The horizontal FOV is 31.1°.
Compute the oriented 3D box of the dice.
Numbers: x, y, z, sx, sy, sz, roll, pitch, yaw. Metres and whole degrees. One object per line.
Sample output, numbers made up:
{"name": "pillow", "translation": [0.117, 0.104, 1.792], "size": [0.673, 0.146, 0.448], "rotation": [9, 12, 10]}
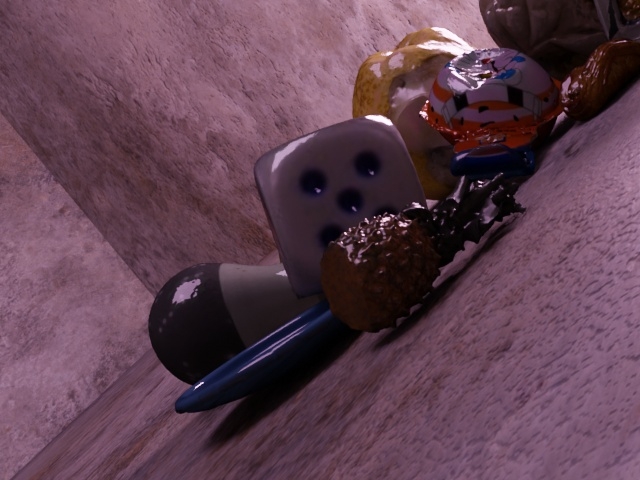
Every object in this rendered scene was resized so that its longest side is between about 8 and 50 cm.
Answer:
{"name": "dice", "translation": [0.028, -0.042, 1.472], "size": [0.192, 0.194, 0.193], "rotation": [-21, -4, -5]}

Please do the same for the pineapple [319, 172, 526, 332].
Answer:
{"name": "pineapple", "translation": [0.117, 0.001, 1.226], "size": [0.251, 0.125, 0.125], "rotation": [-30, -2, -31]}

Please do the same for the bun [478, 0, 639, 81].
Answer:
{"name": "bun", "translation": [0.373, -0.341, 1.727], "size": [0.281, 0.281, 0.205], "rotation": [159, 128, -77]}

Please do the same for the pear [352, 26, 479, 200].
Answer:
{"name": "pear", "translation": [0.178, -0.204, 1.836], "size": [0.271, 0.271, 0.271], "rotation": [-39, 4, 3]}

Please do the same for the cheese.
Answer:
{"name": "cheese", "translation": [0.239, -0.168, 1.579], "size": [0.217, 0.129, 0.329], "rotation": [-4, 30, 14]}

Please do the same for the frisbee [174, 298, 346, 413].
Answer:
{"name": "frisbee", "translation": [-0.048, 0.142, 1.415], "size": [0.289, 0.049, 0.289], "rotation": [-32, 1, 1]}

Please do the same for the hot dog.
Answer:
{"name": "hot dog", "translation": [0.375, -0.220, 1.536], "size": [0.147, 0.065, 0.099], "rotation": [-44, -1, -29]}

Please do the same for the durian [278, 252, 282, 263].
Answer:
{"name": "durian", "translation": [0.000, 0.000, 2.294], "size": [0.250, 0.101, 0.139], "rotation": [-37, -31, 27]}

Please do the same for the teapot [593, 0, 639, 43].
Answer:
{"name": "teapot", "translation": [0.473, -0.384, 1.558], "size": [0.221, 0.178, 0.163], "rotation": [-27, 9, 47]}

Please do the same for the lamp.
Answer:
{"name": "lamp", "translation": [-0.107, 0.083, 1.673], "size": [0.314, 0.182, 0.182], "rotation": [-38, 4, 6]}
